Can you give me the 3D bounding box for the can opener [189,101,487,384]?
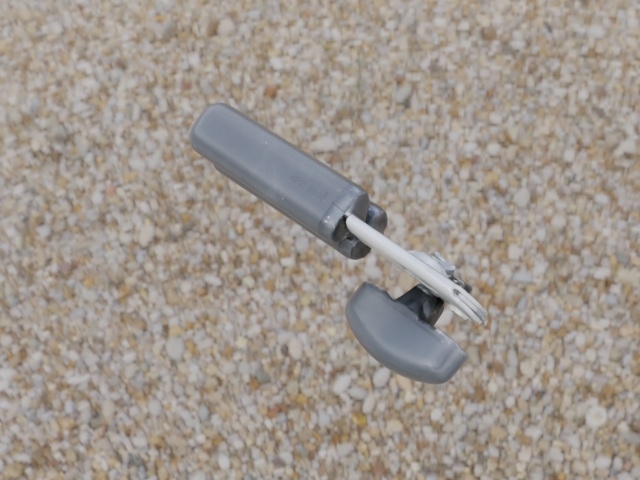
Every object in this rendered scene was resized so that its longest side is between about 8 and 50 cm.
[{"bbox_3d":[0.000,0.000,0.824,0.283,0.076,0.095,34,86,32],"label":"can opener"}]
